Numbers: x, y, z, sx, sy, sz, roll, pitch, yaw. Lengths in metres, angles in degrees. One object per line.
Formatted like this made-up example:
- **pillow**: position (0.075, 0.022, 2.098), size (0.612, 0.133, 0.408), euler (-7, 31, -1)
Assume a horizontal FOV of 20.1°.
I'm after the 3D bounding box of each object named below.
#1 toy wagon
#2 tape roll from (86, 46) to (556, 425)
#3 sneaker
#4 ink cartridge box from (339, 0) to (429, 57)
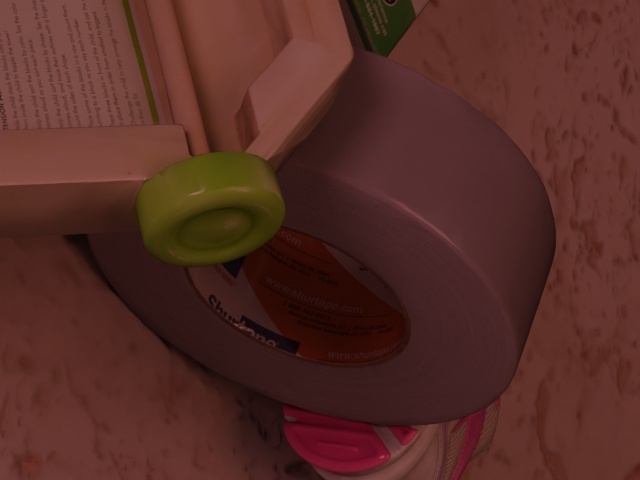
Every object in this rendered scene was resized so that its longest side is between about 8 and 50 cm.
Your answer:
- **toy wagon**: position (-0.164, -0.105, 0.717), size (0.344, 0.068, 0.267), euler (-4, 58, -20)
- **tape roll**: position (0.000, 0.000, 0.870), size (0.219, 0.219, 0.072), euler (50, 51, -36)
- **sneaker**: position (0.056, 0.066, 1.040), size (0.252, 0.103, 0.111), euler (-60, 145, -40)
- **ink cartridge box**: position (0.021, -0.215, 1.019), size (0.208, 0.087, 0.153), euler (-53, 132, -40)
